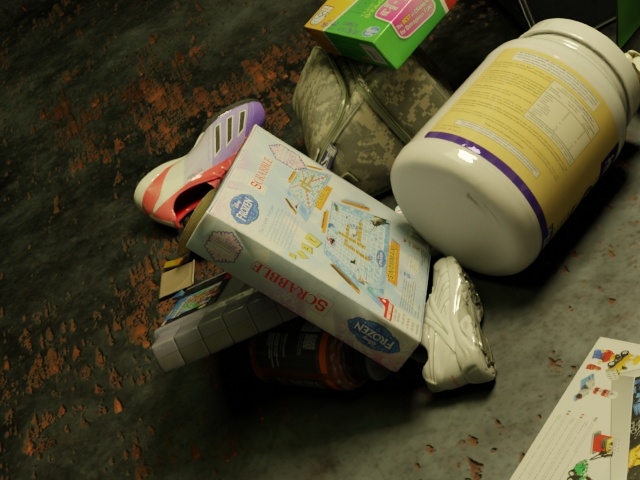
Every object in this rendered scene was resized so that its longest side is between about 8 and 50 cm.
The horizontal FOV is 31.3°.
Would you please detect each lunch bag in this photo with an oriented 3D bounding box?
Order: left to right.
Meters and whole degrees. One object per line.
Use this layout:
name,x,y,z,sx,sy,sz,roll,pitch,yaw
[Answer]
lunch bag,0.081,-0.223,1.945,0.256,0.212,0.305,-41,31,14

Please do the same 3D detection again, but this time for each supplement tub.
supplement tub,0.003,0.155,1.591,0.198,0.106,0.106,1,45,37
supplement tub,0.285,-0.137,1.635,0.241,0.241,0.331,15,54,47

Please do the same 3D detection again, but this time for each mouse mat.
mouse mat,0.522,-0.425,1.876,0.007,0.189,0.152,25,60,32

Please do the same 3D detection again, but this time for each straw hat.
straw hat,-0.187,-0.017,1.987,0.061,0.144,0.144,29,56,6

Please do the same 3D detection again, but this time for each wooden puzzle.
wooden puzzle,-0.247,0.068,1.975,0.078,0.014,0.116,-22,34,20

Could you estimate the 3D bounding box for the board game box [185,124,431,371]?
board game box,0.000,0.000,1.566,0.066,0.318,0.318,-55,7,26

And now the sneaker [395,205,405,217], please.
sneaker,0.162,-0.050,1.794,0.069,0.038,0.098,13,53,47

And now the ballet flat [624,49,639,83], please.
ballet flat,0.493,-0.258,1.744,0.080,0.073,0.232,-45,23,0

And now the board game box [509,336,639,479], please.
board game box,0.331,0.247,1.271,0.193,0.053,0.305,10,51,45

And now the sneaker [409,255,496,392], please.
sneaker,0.161,0.111,1.548,0.115,0.090,0.232,-24,33,16

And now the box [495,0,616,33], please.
box,0.493,-0.647,2.095,0.480,0.297,0.472,-28,32,4

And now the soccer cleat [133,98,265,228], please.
soccer cleat,-0.203,-0.143,2.152,0.116,0.108,0.318,35,66,32

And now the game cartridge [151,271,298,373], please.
game cartridge,-0.115,0.081,1.693,0.230,0.068,0.355,-20,10,8

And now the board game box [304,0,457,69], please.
board game box,0.145,-0.424,1.832,0.316,0.064,0.242,-50,31,-7
